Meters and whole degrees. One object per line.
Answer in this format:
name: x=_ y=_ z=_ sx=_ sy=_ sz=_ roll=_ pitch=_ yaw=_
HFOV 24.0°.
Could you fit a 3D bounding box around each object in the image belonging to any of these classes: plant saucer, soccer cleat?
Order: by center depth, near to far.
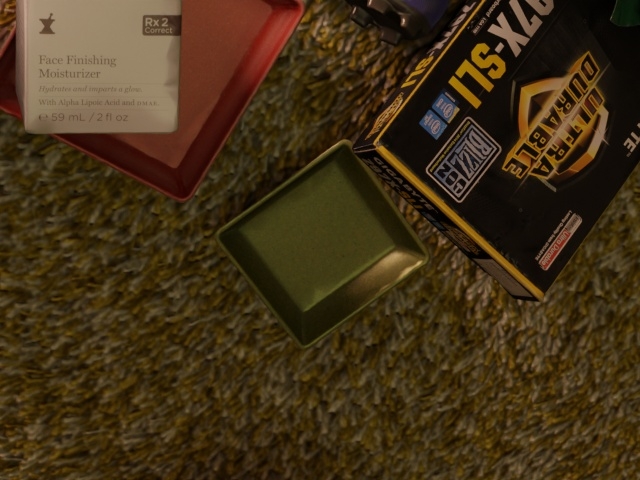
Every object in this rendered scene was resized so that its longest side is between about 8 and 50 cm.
soccer cleat: x=0.020 y=-0.327 z=1.592 sx=0.289 sy=0.093 sz=0.121 roll=37 pitch=68 yaw=-19
plant saucer: x=-0.189 y=-0.207 z=1.596 sx=0.258 sy=0.048 sz=0.259 roll=28 pitch=103 yaw=-22
plant saucer: x=0.000 y=0.000 z=1.722 sx=0.188 sy=0.045 sz=0.188 roll=-36 pitch=115 yaw=2

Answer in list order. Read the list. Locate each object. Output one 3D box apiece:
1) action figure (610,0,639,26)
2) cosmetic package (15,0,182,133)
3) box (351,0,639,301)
action figure: x=0.366 y=-0.348 z=1.633 sx=0.137 sy=0.063 sz=0.232 roll=1 pitch=84 yaw=-39
cosmetic package: x=-0.220 y=-0.212 z=1.477 sx=0.151 sy=0.151 sz=0.183 roll=-2 pitch=111 yaw=-14
box: x=0.226 y=-0.138 z=1.631 sx=0.257 sy=0.079 sz=0.322 roll=41 pitch=75 yaw=-14
